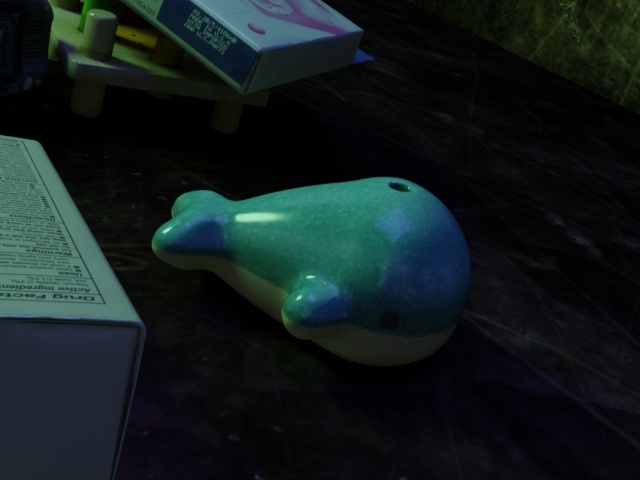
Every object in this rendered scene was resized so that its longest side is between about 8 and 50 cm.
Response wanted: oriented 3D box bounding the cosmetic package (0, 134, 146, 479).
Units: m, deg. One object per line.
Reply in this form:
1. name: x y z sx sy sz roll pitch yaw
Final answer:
1. cosmetic package: -0.227 0.024 0.499 0.160 0.113 0.309 5 21 -29

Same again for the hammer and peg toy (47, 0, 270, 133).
1. hammer and peg toy: -0.238 -0.276 1.125 0.266 0.127 0.361 3 30 -30

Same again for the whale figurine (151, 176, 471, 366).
1. whale figurine: 0.000 0.000 0.724 0.272 0.141 0.216 18 26 -2

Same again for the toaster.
1. toaster: -0.419 -0.231 0.913 0.146 0.129 0.227 27 28 24

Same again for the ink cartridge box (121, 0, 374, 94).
1. ink cartridge box: -0.113 -0.320 1.049 0.324 0.071 0.330 38 33 13
